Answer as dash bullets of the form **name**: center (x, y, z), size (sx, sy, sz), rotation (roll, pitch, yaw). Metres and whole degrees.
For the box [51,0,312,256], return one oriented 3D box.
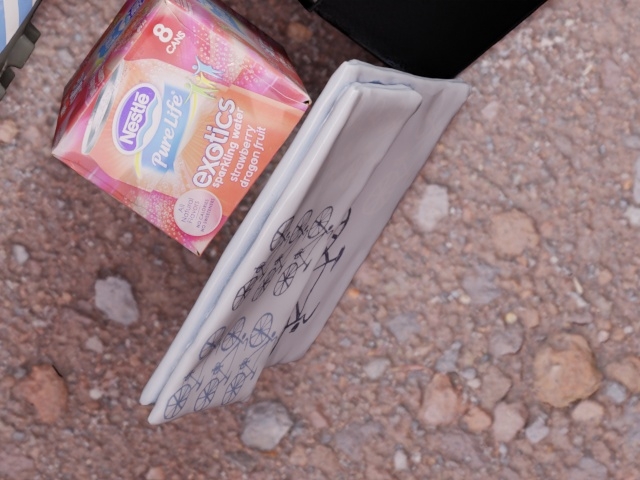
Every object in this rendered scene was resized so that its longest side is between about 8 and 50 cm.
- **box**: center (-0.115, -0.119, 1.545), size (0.142, 0.300, 0.154), rotation (36, 99, -13)

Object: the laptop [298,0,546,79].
- **laptop**: center (0.102, -0.365, 1.532), size (0.382, 0.236, 0.408), rotation (-40, 100, 12)

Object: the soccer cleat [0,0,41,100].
- **soccer cleat**: center (-0.260, -0.264, 1.588), size (0.143, 0.116, 0.331), rotation (32, 100, -13)

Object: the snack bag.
- **snack bag**: center (0.000, 0.000, 1.585), size (0.037, 0.342, 0.323), rotation (34, 103, 15)
